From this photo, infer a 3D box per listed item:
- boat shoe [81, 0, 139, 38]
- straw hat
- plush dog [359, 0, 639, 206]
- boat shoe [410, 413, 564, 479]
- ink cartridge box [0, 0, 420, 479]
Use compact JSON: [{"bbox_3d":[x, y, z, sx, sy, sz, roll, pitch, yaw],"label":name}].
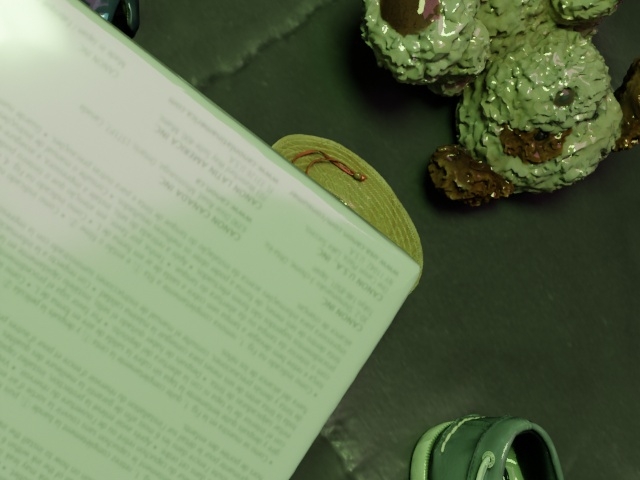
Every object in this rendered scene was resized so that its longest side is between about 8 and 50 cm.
[{"bbox_3d":[-0.162,-0.153,0.815,0.089,0.109,0.258,33,73,-28],"label":"boat shoe"},{"bbox_3d":[0.000,0.000,0.881,0.144,0.061,0.144,23,43,-24],"label":"straw hat"},{"bbox_3d":[0.157,-0.144,1.000,0.262,0.210,0.225,-23,102,-11],"label":"plush dog"},{"bbox_3d":[0.135,0.275,0.846,0.116,0.099,0.319,4,70,-34],"label":"boat shoe"},{"bbox_3d":[-0.168,0.081,0.704,0.308,0.091,0.385,37,81,-18],"label":"ink cartridge box"}]
